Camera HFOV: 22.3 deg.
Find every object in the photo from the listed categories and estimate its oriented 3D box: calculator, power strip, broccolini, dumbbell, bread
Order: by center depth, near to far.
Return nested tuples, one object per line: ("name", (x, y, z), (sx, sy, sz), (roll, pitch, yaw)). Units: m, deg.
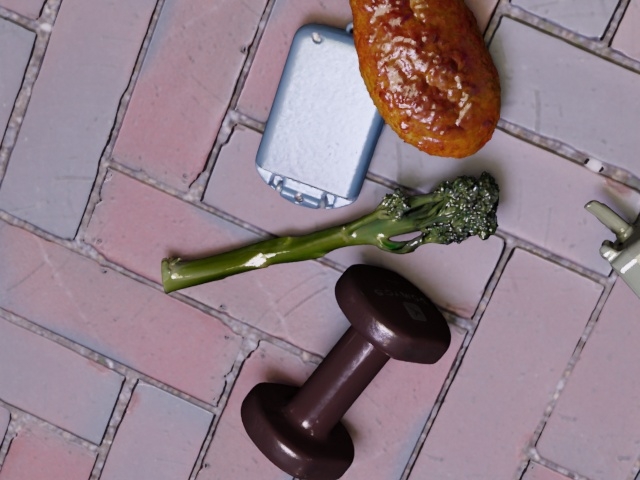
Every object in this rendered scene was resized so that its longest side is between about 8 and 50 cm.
("bread", (0.101, -0.206, 1.617), (0.139, 0.095, 0.268), (-24, 108, -24))
("power strip", (0.370, 0.066, 1.653), (0.053, 0.093, 0.288), (-40, 95, 20))
("calculator", (0.008, -0.132, 1.706), (0.121, 0.039, 0.210), (19, 110, 4))
("broccolini", (0.000, -0.005, 1.722), (0.392, 0.079, 0.074), (-14, 121, 16))
("dumbbell", (0.026, 0.142, 1.735), (0.225, 0.140, 0.124), (-53, 51, 22))
